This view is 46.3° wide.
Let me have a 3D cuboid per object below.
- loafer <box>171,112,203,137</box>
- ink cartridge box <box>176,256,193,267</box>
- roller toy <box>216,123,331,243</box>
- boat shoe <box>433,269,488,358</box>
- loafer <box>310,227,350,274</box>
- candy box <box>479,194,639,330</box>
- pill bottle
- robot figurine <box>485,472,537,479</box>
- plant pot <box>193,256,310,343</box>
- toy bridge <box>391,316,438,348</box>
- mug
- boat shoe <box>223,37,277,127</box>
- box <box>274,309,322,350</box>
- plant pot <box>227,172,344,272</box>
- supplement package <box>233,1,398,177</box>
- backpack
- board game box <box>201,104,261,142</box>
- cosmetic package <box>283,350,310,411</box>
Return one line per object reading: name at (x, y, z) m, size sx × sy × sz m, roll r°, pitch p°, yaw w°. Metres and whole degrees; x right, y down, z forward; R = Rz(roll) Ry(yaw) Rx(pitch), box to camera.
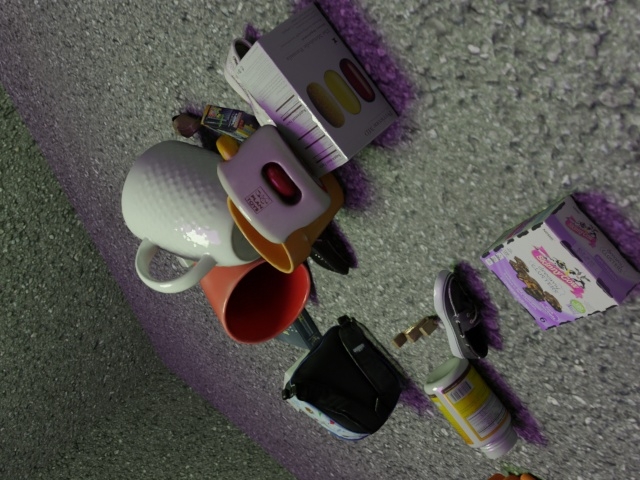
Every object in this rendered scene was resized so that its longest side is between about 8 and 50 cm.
loafer at (-0.343, -0.294, 1.895) m, size 0.148 × 0.056 × 0.050 m, roll 7°, pitch 138°, yaw 56°
ink cartridge box at (-0.438, 0.004, 2.430) m, size 0.056 × 0.099 × 0.135 m, roll 4°, pitch 128°, yaw 59°
roller toy at (-0.089, -0.098, 1.349) m, size 0.209 × 0.146 × 0.191 m, roll 43°, pitch -168°, yaw -53°
boat shoe at (0.282, 0.151, 1.463) m, size 0.076 × 0.080 × 0.228 m, roll 6°, pitch 130°, yaw 34°
loafer at (0.000, 0.000, 1.718) m, size 0.220 × 0.078 × 0.080 m, roll 43°, pitch 166°, yaw -29°
candy box at (0.366, 0.041, 1.161) m, size 0.165 × 0.070 × 0.196 m, roll 49°, pitch 156°, yaw 2°
pill bottle at (0.331, 0.366, 1.627) m, size 0.215 × 0.117 × 0.117 m, roll 52°, pitch 156°, yaw -3°
robot figurine at (0.480, 0.639, 1.756) m, size 0.219 × 0.158 × 0.128 m, roll 30°, pitch 171°, yaw 38°
plant pot at (-0.200, 0.098, 2.004) m, size 0.243 × 0.275 × 0.275 m, roll 41°, pitch 156°, yaw 42°
toy bridge at (0.216, 0.196, 1.643) m, size 0.026 × 0.063 × 0.188 m, roll 49°, pitch 157°, yaw 2°
mug at (-0.301, -0.038, 1.819) m, size 0.328 × 0.374 × 0.276 m, roll 21°, pitch 159°, yaw 34°
boat shoe at (-0.088, -0.281, 1.435) m, size 0.277 × 0.098 × 0.096 m, roll 44°, pitch 156°, yaw 14°
box at (-0.113, 0.229, 2.250) m, size 0.232 × 0.059 × 0.183 m, roll 7°, pitch 134°, yaw 57°
plant pot at (-0.059, -0.068, 1.567) m, size 0.205 × 0.188 × 0.205 m, roll 43°, pitch 160°, yaw 20°
supplement package at (-0.009, -0.254, 1.290) m, size 0.244 × 0.139 × 0.134 m, roll 51°, pitch 156°, yaw -8°
backpack at (0.066, 0.390, 1.960) m, size 0.263 × 0.276 × 0.213 m, roll 37°, pitch 158°, yaw 12°
board game box at (-0.141, -0.225, 1.558) m, size 0.170 × 0.048 × 0.141 m, roll 21°, pitch 178°, yaw -43°
cosmetic package at (-0.053, 0.452, 2.400) m, size 0.085 × 0.117 × 0.231 m, roll 39°, pitch 153°, yaw 19°
